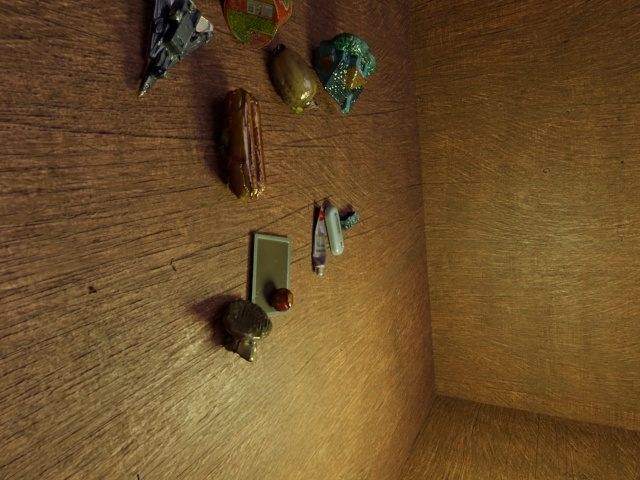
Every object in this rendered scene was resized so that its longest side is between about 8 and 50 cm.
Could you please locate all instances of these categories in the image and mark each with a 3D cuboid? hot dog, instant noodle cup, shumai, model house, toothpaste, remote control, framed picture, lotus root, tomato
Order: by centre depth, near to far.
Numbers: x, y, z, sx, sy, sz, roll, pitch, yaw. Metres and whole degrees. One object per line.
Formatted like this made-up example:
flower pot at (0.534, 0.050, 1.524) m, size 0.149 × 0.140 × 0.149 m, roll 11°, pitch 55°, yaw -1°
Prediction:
hot dog at (-0.250, -0.296, 1.293) m, size 0.158 × 0.116 × 0.350 m, roll -50°, pitch 137°, yaw -75°
shumai at (-0.243, 0.290, 1.300) m, size 0.209 × 0.161 × 0.153 m, roll -90°, pitch -157°, yaw -76°
instant noodle cup at (-0.188, -0.763, 1.363) m, size 0.212 × 0.192 × 0.193 m, roll -63°, pitch 141°, yaw -50°
tomato at (-0.135, 0.216, 1.489) m, size 0.087 × 0.075 × 0.088 m, roll 17°, pitch 70°, yaw -59°
framed picture at (-0.181, 0.130, 1.506) m, size 0.232 × 0.019 × 0.297 m, roll 11°, pitch 80°, yaw -60°
lotus root at (-0.102, -0.592, 1.520) m, size 0.257 × 0.154 × 0.140 m, roll 58°, pitch 43°, yaw -14°
toothpaste at (0.000, 0.000, 1.797) m, size 0.075 × 0.048 × 0.302 m, roll 12°, pitch 77°, yaw -55°
model house at (0.102, -0.716, 1.800) m, size 0.261 × 0.225 × 0.242 m, roll 25°, pitch 70°, yaw -55°
remote control at (0.067, -0.045, 1.910) m, size 0.087 × 0.047 × 0.245 m, roll -46°, pitch 130°, yaw -55°

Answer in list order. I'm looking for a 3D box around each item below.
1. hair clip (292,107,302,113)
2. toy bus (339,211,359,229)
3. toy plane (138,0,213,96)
hair clip at (-0.101, -0.591, 1.622) m, size 0.072 × 0.046 × 0.173 m, roll -25°, pitch 111°, yaw -47°
toy bus at (0.143, -0.101, 2.043) m, size 0.166 × 0.047 × 0.065 m, roll -37°, pitch 125°, yaw -55°
toy plane at (-0.392, -0.505, 1.060) m, size 0.204 × 0.102 × 0.317 m, roll 42°, pitch 54°, yaw -53°
